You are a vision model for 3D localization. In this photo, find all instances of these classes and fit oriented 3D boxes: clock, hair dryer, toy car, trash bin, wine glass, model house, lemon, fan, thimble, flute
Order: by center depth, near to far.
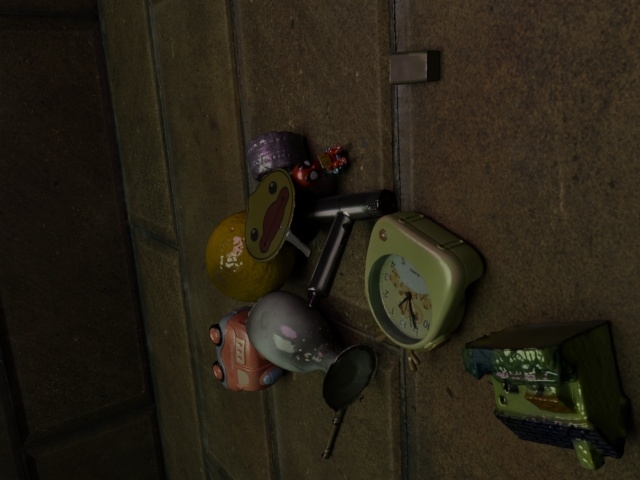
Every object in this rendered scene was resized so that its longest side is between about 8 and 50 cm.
[{"bbox_3d":[0.346,0.246,0.888,0.194,0.170,0.211,-14,90,55],"label":"model house"},{"bbox_3d":[0.177,-0.323,1.059,0.092,0.043,0.061,16,114,49],"label":"trash bin"},{"bbox_3d":[0.187,0.112,1.143,0.235,0.096,0.308,39,132,41],"label":"clock"},{"bbox_3d":[-0.020,-0.009,1.261,0.320,0.284,0.155,6,138,53],"label":"hair dryer"},{"bbox_3d":[-0.102,-0.043,1.298,0.335,0.011,0.229,39,112,50],"label":"fan"},{"bbox_3d":[-0.032,0.260,1.421,0.357,0.190,0.190,26,122,46],"label":"wine glass"},{"bbox_3d":[-0.109,-0.209,1.428,0.150,0.150,0.097,-26,74,56],"label":"thimble"},{"bbox_3d":[-0.189,0.042,1.544,0.267,0.267,0.267,25,121,50],"label":"lemon"},{"bbox_3d":[0.036,0.527,1.573,0.027,0.027,0.233,45,135,39],"label":"flute"},{"bbox_3d":[-0.207,0.346,1.748,0.212,0.180,0.270,16,113,43],"label":"toy car"}]

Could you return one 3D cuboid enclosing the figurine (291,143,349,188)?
[{"bbox_3d":[-0.006,-0.166,1.300,0.075,0.140,0.068,32,-146,-80],"label":"figurine"}]
